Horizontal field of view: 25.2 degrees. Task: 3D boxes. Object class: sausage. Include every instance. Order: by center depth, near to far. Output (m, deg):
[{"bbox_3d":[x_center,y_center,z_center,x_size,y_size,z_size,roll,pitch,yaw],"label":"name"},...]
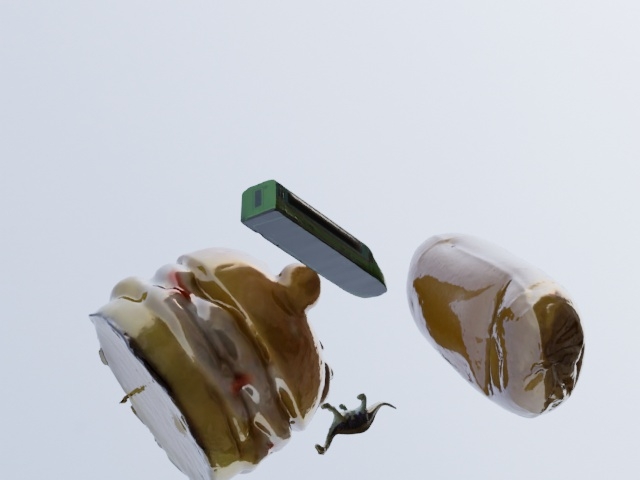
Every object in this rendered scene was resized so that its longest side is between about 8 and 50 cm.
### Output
[{"bbox_3d":[0.171,0.079,1.352,0.116,0.354,0.134,10,-80,-14],"label":"sausage"}]

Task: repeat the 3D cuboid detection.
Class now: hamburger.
[{"bbox_3d":[-0.109,0.128,1.639,0.237,0.276,0.276,-36,-70,-19],"label":"hamburger"}]

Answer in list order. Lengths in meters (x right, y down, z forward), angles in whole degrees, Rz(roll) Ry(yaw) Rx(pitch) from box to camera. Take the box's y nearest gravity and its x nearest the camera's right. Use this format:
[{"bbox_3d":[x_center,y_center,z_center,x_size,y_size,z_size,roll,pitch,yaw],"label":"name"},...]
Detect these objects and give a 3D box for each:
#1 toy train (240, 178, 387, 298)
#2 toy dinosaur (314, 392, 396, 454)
[{"bbox_3d":[0.000,0.000,1.436,0.209,0.044,0.042,35,-134,-47],"label":"toy train"},{"bbox_3d":[0.040,0.227,1.870,0.180,0.037,0.058,-23,-97,-42],"label":"toy dinosaur"}]
